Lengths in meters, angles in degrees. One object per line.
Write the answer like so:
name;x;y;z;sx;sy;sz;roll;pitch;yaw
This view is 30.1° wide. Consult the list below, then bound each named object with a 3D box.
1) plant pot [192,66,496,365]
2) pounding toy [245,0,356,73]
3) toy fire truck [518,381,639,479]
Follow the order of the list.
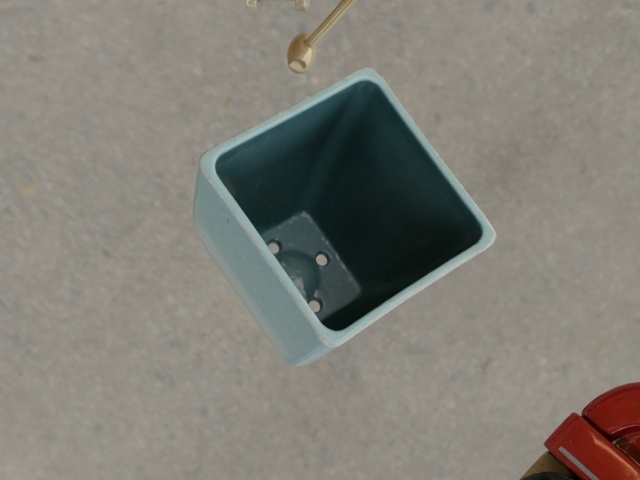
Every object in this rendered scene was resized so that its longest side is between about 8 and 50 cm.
plant pot;0.000;0.000;1.381;0.247;0.252;0.248;-31;80;-25
pounding toy;-0.019;-0.363;1.510;0.154;0.154;0.270;0;126;2
toy fire truck;0.253;0.144;0.686;0.246;0.217;0.158;-48;145;1
